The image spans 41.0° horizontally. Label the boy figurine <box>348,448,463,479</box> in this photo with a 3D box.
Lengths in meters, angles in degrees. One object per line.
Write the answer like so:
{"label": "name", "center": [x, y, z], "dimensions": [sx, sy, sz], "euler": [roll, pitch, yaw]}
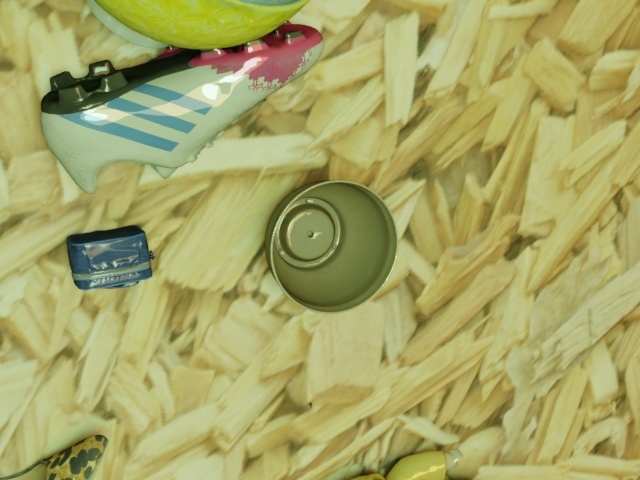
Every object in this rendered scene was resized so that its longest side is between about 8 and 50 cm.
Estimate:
{"label": "boy figurine", "center": [0.145, 0.371, 1.198], "dimensions": [0.285, 0.092, 0.177], "euler": [19, 96, -26]}

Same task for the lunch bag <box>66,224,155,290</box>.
{"label": "lunch bag", "center": [-0.240, 0.023, 0.993], "dimensions": [0.099, 0.067, 0.065], "euler": [-9, 104, -20]}

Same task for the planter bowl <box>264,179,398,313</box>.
{"label": "planter bowl", "center": [0.000, 0.000, 1.057], "dimensions": [0.162, 0.109, 0.162], "euler": [-4, 101, -20]}

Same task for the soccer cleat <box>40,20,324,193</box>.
{"label": "soccer cleat", "center": [-0.148, -0.155, 0.982], "dimensions": [0.331, 0.116, 0.143], "euler": [-19, 123, -14]}

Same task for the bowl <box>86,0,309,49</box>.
{"label": "bowl", "center": [-0.162, -0.294, 0.893], "dimensions": [0.290, 0.289, 0.156], "euler": [26, 132, -23]}

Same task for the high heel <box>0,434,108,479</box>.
{"label": "high heel", "center": [-0.386, 0.282, 0.975], "dimensions": [0.261, 0.093, 0.186], "euler": [-45, 115, 0]}
